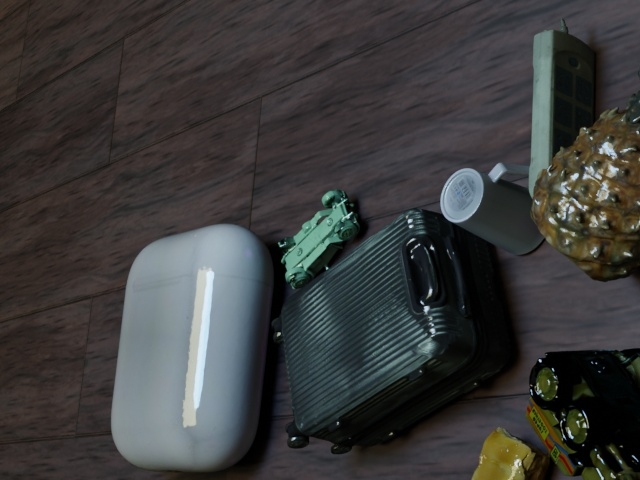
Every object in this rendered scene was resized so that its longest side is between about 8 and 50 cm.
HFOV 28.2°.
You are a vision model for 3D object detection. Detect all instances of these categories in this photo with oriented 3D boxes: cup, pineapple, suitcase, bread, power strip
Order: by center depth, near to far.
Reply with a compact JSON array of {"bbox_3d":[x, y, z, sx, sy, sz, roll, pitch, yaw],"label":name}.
[{"bbox_3d":[0.330,-0.102,1.189,0.141,0.170,0.310,48,116,19],"label":"pineapple"},{"bbox_3d":[0.190,0.266,1.330,0.074,0.053,0.132,33,106,54],"label":"bread"},{"bbox_3d":[0.260,-0.133,1.357,0.029,0.080,0.227,-14,67,49],"label":"power strip"},{"bbox_3d":[0.200,-0.044,1.385,0.104,0.116,0.074,-49,44,23],"label":"cup"},{"bbox_3d":[0.074,0.111,1.484,0.312,0.128,0.202,-40,48,40],"label":"suitcase"}]

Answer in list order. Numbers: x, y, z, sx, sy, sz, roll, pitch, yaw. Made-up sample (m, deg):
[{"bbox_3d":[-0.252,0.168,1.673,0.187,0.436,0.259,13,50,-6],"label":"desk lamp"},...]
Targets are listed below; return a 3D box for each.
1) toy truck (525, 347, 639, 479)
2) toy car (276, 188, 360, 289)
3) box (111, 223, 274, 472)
[{"bbox_3d":[0.286,0.213,1.163,0.257,0.127,0.127,54,137,47],"label":"toy truck"},{"bbox_3d":[0.000,0.000,1.698,0.143,0.054,0.073,-46,45,29],"label":"toy car"},{"bbox_3d":[-0.186,0.156,1.824,0.288,0.141,0.349,-13,68,53],"label":"box"}]
